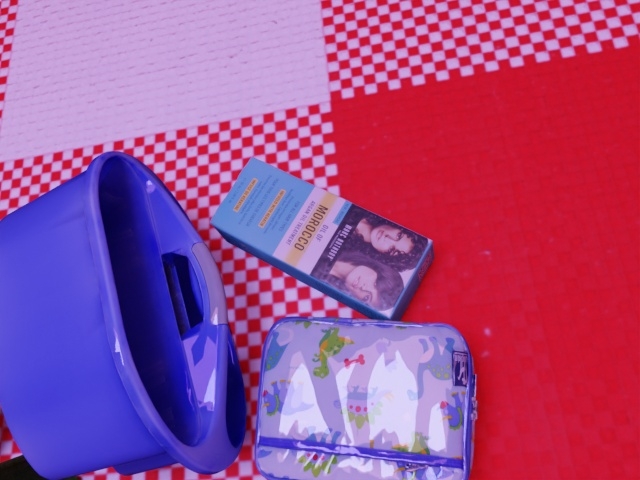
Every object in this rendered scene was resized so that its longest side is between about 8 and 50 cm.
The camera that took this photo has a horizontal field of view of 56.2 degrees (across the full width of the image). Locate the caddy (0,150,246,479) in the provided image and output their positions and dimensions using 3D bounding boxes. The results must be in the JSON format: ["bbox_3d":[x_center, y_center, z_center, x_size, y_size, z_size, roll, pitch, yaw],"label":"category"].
[{"bbox_3d":[-0.180,0.075,0.609,0.179,0.241,0.342,-23,67,7],"label":"caddy"}]

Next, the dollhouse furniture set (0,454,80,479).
[{"bbox_3d":[-0.413,0.250,0.587,0.301,0.151,0.198,41,80,2],"label":"dollhouse furniture set"}]

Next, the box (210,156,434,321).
[{"bbox_3d":[0.000,0.000,0.694,0.244,0.060,0.101,26,77,20],"label":"box"}]

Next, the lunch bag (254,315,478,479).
[{"bbox_3d":[0.046,0.170,0.606,0.218,0.090,0.176,3,73,14],"label":"lunch bag"}]
